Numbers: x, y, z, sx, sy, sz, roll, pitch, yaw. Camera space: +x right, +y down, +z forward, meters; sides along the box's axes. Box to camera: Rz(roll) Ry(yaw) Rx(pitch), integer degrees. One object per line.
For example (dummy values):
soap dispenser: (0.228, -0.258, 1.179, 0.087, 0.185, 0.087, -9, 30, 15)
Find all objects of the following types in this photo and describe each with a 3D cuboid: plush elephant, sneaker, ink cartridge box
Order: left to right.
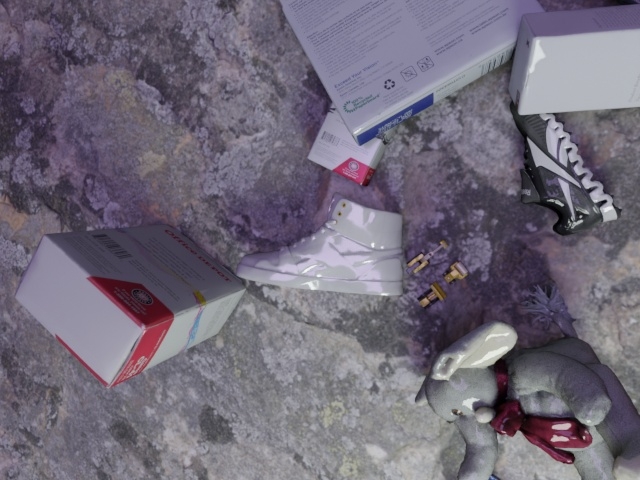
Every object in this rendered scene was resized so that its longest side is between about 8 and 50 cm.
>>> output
ink cartridge box: (-0.304, 0.089, 0.860, 0.226, 0.306, 0.131, 37, 104, 13)
sneaker: (0.000, 0.000, 0.866, 0.292, 0.108, 0.169, 3, 92, 9)
ink cartridge box: (0.062, -0.183, 0.850, 0.109, 0.063, 0.151, 29, 100, 15)
ink cartridge box: (0.122, -0.367, 0.786, 0.323, 0.071, 0.330, -28, 74, 8)
plush elephant: (0.267, 0.231, 0.707, 0.255, 0.272, 0.330, -15, 59, 6)
sneaker: (0.339, -0.107, 0.754, 0.106, 0.078, 0.234, -33, 84, 15)

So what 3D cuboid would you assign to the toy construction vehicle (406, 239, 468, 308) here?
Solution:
toy construction vehicle: (0.189, 0.058, 0.835, 0.098, 0.035, 0.086, -37, 81, 17)

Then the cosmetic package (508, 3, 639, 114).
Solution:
cosmetic package: (0.388, -0.247, 0.679, 0.230, 0.086, 0.118, -1, 135, 6)

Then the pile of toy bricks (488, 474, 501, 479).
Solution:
pile of toy bricks: (0.318, 0.461, 0.776, 0.212, 0.105, 0.118, 31, 102, 14)

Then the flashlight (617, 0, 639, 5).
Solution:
flashlight: (0.373, -0.446, 0.720, 0.304, 0.103, 0.103, 43, 109, 16)
